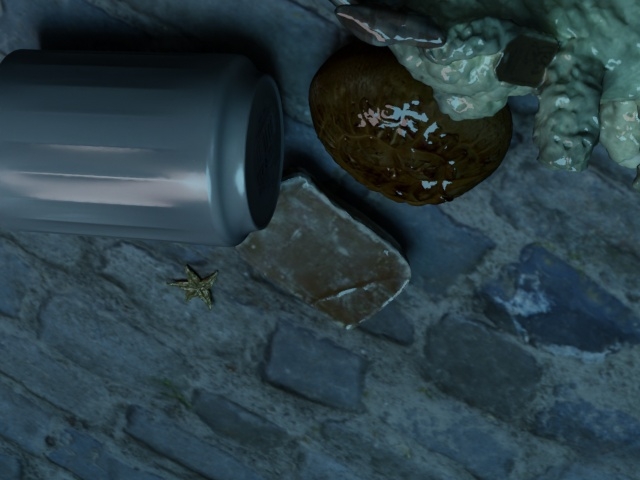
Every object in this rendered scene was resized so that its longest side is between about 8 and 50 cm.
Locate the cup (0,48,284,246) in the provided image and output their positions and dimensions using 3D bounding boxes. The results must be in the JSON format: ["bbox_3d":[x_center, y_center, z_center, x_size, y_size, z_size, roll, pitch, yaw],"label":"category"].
[{"bbox_3d":[-0.217,-0.105,1.871,0.327,0.237,0.323,3,166,11],"label":"cup"}]

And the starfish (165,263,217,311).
[{"bbox_3d":[-0.179,0.071,2.179,0.086,0.016,0.092,-14,125,29],"label":"starfish"}]

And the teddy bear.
[{"bbox_3d":[0.207,-0.162,1.602,0.362,0.327,0.375,-18,130,-5],"label":"teddy bear"}]

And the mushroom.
[{"bbox_3d":[0.104,-0.144,1.770,0.253,0.153,0.253,16,154,8],"label":"mushroom"}]

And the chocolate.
[{"bbox_3d":[0.001,-0.002,2.010,0.254,0.080,0.157,37,118,-25],"label":"chocolate"}]
